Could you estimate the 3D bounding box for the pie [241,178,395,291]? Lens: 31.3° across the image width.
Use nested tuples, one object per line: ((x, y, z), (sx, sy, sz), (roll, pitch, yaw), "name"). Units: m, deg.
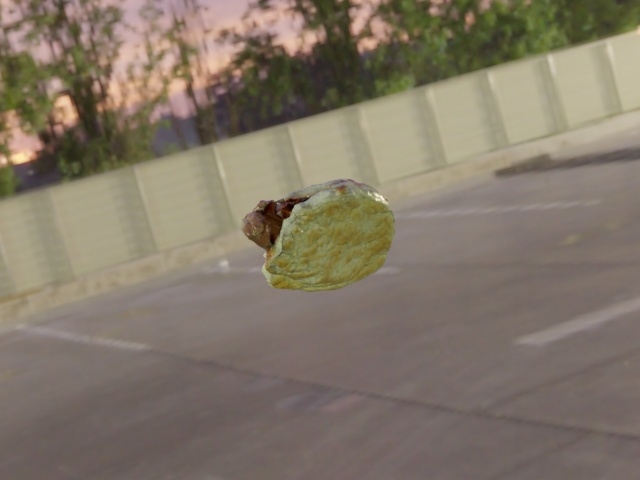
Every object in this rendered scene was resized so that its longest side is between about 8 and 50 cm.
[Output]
((0.009, -0.001, 2.019), (0.257, 0.105, 0.274), (-20, -37, 0), "pie")
